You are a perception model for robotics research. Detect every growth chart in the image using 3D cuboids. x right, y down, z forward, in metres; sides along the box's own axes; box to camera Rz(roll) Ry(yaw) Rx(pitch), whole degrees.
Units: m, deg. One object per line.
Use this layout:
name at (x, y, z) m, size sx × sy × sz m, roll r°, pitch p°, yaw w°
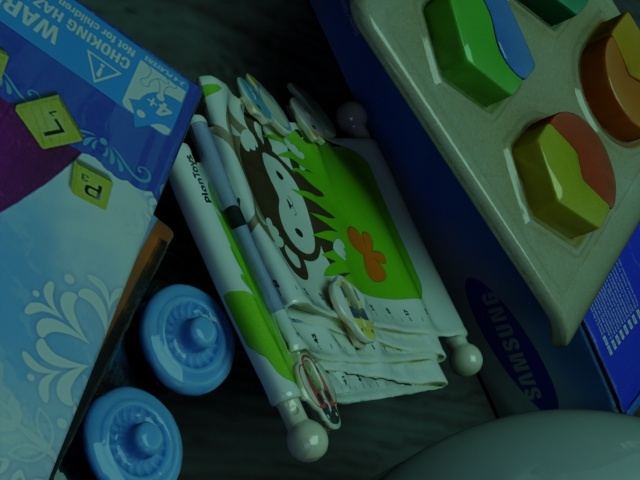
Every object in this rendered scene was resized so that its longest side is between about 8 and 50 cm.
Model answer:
growth chart at (0.000, 0.000, 0.729) m, size 0.172 × 0.021 × 0.237 m, roll 63°, pitch 21°, yaw 8°

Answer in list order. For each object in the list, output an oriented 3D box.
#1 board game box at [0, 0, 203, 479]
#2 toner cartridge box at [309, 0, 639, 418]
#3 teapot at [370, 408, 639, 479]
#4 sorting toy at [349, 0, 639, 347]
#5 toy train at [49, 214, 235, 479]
board game box at (-0.205, -0.015, 0.398) m, size 0.319 × 0.066 × 0.318 m, roll 34°, pitch 41°, yaw -18°
toner cartridge box at (0.094, -0.086, 0.900) m, size 0.165 × 0.075 × 0.347 m, roll -37°, pitch 106°, yaw -49°
teapot at (0.071, 0.171, 0.697) m, size 0.253 × 0.187 × 0.256 m, roll -26°, pitch 116°, yaw -26°
sorting toy at (0.110, -0.082, 0.826) m, size 0.208 × 0.038 × 0.193 m, roll 59°, pitch 41°, yaw -18°
toy train at (-0.103, 0.059, 0.601) m, size 0.105 × 0.080 × 0.184 m, roll 42°, pitch 48°, yaw -22°
